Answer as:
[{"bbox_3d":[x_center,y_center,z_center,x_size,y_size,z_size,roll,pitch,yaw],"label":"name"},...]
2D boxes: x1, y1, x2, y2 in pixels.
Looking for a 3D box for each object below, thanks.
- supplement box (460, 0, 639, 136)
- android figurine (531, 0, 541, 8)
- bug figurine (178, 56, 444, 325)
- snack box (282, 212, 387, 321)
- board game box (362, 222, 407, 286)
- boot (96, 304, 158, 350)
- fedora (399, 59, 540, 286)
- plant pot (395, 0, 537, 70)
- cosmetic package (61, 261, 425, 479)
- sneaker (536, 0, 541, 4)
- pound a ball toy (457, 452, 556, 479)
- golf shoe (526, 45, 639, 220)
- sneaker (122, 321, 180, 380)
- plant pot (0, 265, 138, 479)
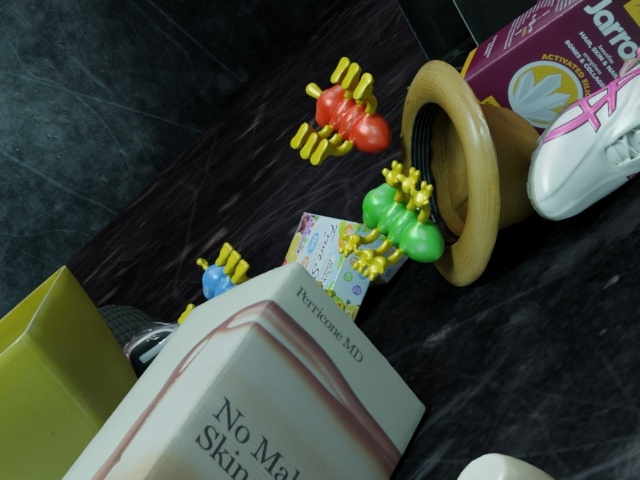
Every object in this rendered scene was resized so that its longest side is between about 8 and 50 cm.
[{"bbox_3d":[0.223,-0.158,1.023,0.188,0.104,0.081,-34,16,33],"label":"supplement box"},{"bbox_3d":[0.258,-0.208,1.189,0.273,0.056,0.248,-37,15,15],"label":"android figurine"},{"bbox_3d":[0.000,0.000,1.012,0.279,0.072,0.216,-55,47,15],"label":"bug figurine"},{"bbox_3d":[0.003,0.029,1.114,0.100,0.037,0.141,-69,21,-2],"label":"snack box"},{"bbox_3d":[0.075,-0.016,1.166,0.154,0.026,0.103,-49,15,-25],"label":"board game box"},{"bbox_3d":[-0.312,0.182,1.514,0.246,0.083,0.161,-27,-29,-53],"label":"boot"},{"bbox_3d":[0.126,-0.057,0.960,0.079,0.194,0.194,-10,7,-14],"label":"fedora"},{"bbox_3d":[0.200,-0.336,1.515,0.167,0.188,0.187,-31,11,-10],"label":"plant pot"},{"bbox_3d":[-0.071,0.171,0.742,0.129,0.153,0.296,-27,22,43],"label":"cosmetic package"},{"bbox_3d":[0.307,-0.329,1.352,0.185,0.084,0.069,-33,16,33],"label":"sneaker"},{"bbox_3d":[-0.015,0.217,0.471,0.208,0.136,0.319,-34,16,31],"label":"pound a ball toy"},{"bbox_3d":[0.225,-0.086,0.872,0.186,0.067,0.086,-45,15,-10],"label":"golf shoe"},{"bbox_3d":[-0.238,0.167,1.402,0.228,0.086,0.132,-30,10,7],"label":"sneaker"},{"bbox_3d":[-0.292,0.188,1.234,0.212,0.187,0.212,-39,14,11],"label":"plant pot"}]
